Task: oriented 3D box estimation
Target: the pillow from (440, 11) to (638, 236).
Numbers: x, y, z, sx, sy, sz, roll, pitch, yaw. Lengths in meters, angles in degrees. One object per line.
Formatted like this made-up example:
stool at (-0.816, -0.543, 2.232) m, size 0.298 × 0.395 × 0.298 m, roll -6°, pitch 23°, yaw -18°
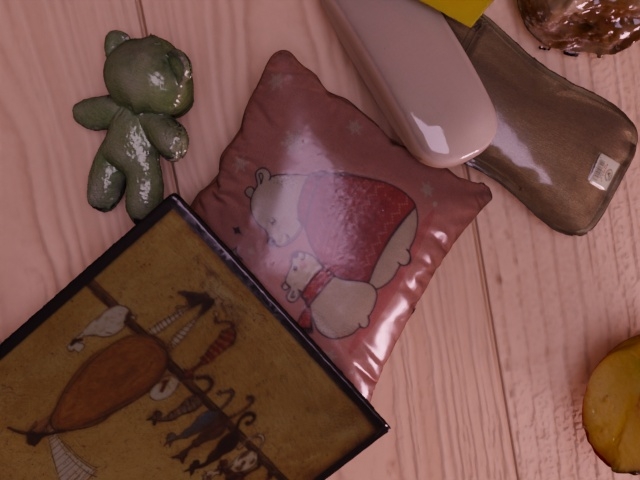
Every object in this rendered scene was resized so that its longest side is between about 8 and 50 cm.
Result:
pillow at (0.170, -0.103, 0.824) m, size 0.217 × 0.033 × 0.130 m, roll 30°, pitch 83°, yaw -9°

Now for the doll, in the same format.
doll at (-0.144, -0.090, 0.769) m, size 0.115 × 0.077 × 0.150 m, roll 24°, pitch 105°, yaw 27°

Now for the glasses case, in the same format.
glasses case at (0.068, -0.151, 0.773) m, size 0.081 × 0.051 × 0.204 m, roll -25°, pitch 79°, yaw -15°

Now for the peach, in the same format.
peach at (0.309, 0.141, 0.828) m, size 0.151 × 0.118 × 0.151 m, roll 4°, pitch 98°, yaw 30°

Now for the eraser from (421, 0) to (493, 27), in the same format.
eraser at (0.082, -0.236, 0.762) m, size 0.122 × 0.097 × 0.045 m, roll 25°, pitch 136°, yaw -14°

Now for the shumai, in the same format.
shumai at (0.232, -0.222, 0.780) m, size 0.145 × 0.116 × 0.146 m, roll -1°, pitch 96°, yaw -10°

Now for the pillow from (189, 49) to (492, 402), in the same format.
pillow at (0.000, 0.000, 0.783) m, size 0.223 × 0.084 × 0.236 m, roll 29°, pitch 92°, yaw -11°

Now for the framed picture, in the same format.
framed picture at (-0.153, 0.161, 0.772) m, size 0.338 × 0.014 × 0.255 m, roll -39°, pitch 100°, yaw 11°
